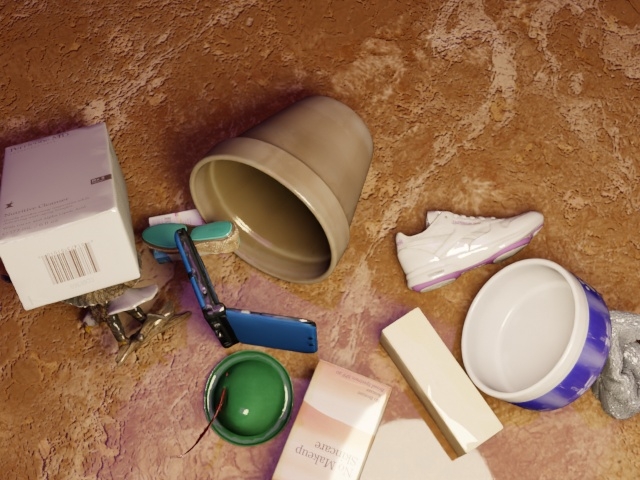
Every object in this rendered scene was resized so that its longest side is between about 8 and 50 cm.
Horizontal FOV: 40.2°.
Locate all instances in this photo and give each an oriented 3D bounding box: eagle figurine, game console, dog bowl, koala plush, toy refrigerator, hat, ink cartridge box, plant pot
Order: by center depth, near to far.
[{"bbox_3d":[-0.146,0.296,1.589,0.173,0.183,0.208,6,78,6],"label":"hat"},{"bbox_3d":[0.389,0.172,1.592,0.104,0.265,0.265,27,69,-32],"label":"dog bowl"},{"bbox_3d":[-0.131,0.101,1.603,0.173,0.293,0.250,-22,74,-7],"label":"game console"},{"bbox_3d":[0.620,0.218,1.626,0.221,0.196,0.203,-9,84,-3],"label":"koala plush"},{"bbox_3d":[0.226,0.265,1.648,0.094,0.102,0.269,-33,74,-10],"label":"toy refrigerator"},{"bbox_3d":[-0.430,0.092,1.667,0.225,0.226,0.298,-45,81,8],"label":"eagle figurine"},{"bbox_3d":[-0.045,-0.125,1.692,0.323,0.323,0.280,29,57,9],"label":"plant pot"},{"bbox_3d":[-0.276,-0.010,1.766,0.122,0.052,0.088,-11,73,-2],"label":"ink cartridge box"}]

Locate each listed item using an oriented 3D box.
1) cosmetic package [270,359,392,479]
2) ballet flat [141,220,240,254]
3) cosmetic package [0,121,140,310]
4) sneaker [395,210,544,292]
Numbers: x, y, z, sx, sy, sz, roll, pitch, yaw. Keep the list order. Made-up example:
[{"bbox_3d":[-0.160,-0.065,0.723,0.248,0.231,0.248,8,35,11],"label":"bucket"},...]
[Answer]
[{"bbox_3d":[0.010,0.387,1.595,0.153,0.129,0.296,19,74,7],"label":"cosmetic package"},{"bbox_3d":[-0.247,0.004,1.691,0.206,0.067,0.073,0,52,23],"label":"ballet flat"},{"bbox_3d":[-0.469,-0.059,1.627,0.217,0.156,0.385,-17,35,-9],"label":"cosmetic package"},{"bbox_3d":[0.293,-0.014,1.730,0.305,0.114,0.152,-21,74,-6],"label":"sneaker"}]
